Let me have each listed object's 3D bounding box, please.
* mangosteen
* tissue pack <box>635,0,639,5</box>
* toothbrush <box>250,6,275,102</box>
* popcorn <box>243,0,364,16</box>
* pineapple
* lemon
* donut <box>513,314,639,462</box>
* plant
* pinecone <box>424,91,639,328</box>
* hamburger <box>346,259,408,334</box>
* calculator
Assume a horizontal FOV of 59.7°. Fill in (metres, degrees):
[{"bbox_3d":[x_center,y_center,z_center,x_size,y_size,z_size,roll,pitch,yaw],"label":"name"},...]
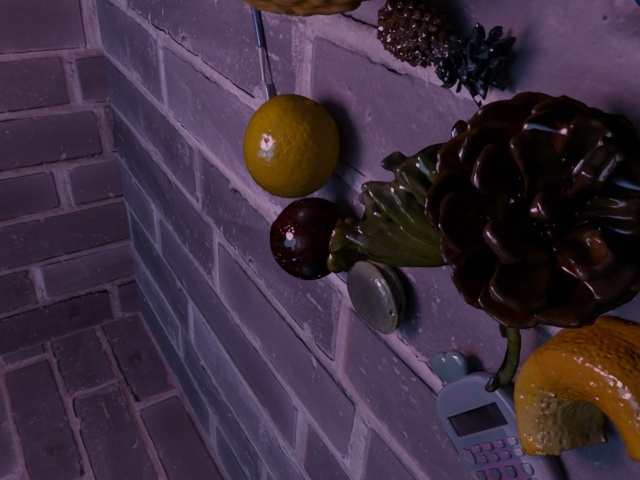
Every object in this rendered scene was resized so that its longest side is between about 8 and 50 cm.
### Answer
[{"bbox_3d":[0.000,0.000,1.040,0.180,0.166,0.166,12,117,32],"label":"mangosteen"},{"bbox_3d":[0.325,-0.190,0.311,0.269,0.137,0.209,42,-178,42],"label":"tissue pack"},{"bbox_3d":[-0.127,-0.428,1.176,0.019,0.025,0.276,4,105,54],"label":"toothbrush"},{"bbox_3d":[-0.012,-0.435,0.620,0.389,0.354,0.344,3,114,14],"label":"popcorn"},{"bbox_3d":[0.147,-0.259,0.716,0.221,0.083,0.103,47,142,36],"label":"pineapple"},{"bbox_3d":[-0.055,-0.165,1.015,0.178,0.178,0.203,51,127,34],"label":"lemon"},{"bbox_3d":[0.314,0.170,0.649,0.259,0.101,0.152,-44,60,62],"label":"donut"},{"bbox_3d":[0.204,0.004,0.765,0.333,0.180,0.251,40,137,4],"label":"plant"},{"bbox_3d":[0.216,-0.023,0.543,0.243,0.309,0.244,3,99,20],"label":"pinecone"},{"bbox_3d":[0.104,0.095,0.999,0.140,0.062,0.133,31,134,48],"label":"hamburger"},{"bbox_3d":[0.263,0.300,0.847,0.299,0.041,0.185,62,149,16],"label":"calculator"}]
